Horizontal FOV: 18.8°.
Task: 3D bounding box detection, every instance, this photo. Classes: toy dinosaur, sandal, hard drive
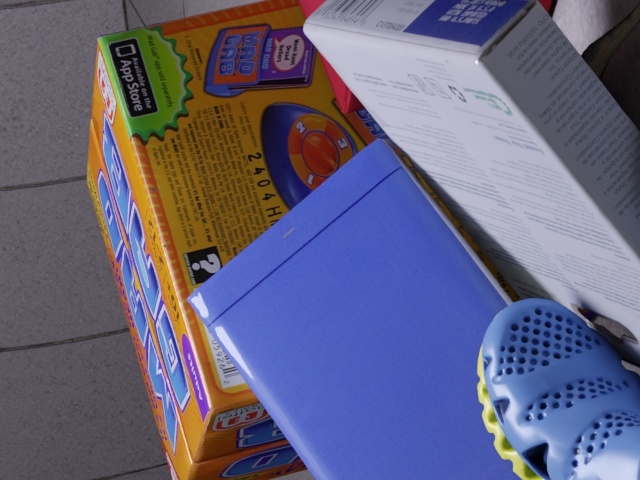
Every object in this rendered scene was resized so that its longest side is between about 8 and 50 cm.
[{"bbox_3d":[0.209,-0.097,1.530,0.268,0.064,0.118,135,127,-71],"label":"toy dinosaur"},{"bbox_3d":[0.226,0.166,1.372,0.317,0.126,0.138,55,158,20],"label":"sandal"},{"bbox_3d":[0.065,0.109,1.525,0.318,0.210,0.040,53,-165,11],"label":"hard drive"}]

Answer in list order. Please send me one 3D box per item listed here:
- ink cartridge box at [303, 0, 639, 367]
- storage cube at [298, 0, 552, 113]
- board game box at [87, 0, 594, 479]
[{"bbox_3d":[0.159,-0.044,1.395,0.330,0.071,0.324,48,171,-22],"label":"ink cartridge box"},{"bbox_3d":[0.081,-0.251,1.629,0.193,0.184,0.215,98,154,-60],"label":"storage cube"},{"bbox_3d":[0.000,0.000,1.823,0.356,0.356,0.356,111,143,-68],"label":"board game box"}]
